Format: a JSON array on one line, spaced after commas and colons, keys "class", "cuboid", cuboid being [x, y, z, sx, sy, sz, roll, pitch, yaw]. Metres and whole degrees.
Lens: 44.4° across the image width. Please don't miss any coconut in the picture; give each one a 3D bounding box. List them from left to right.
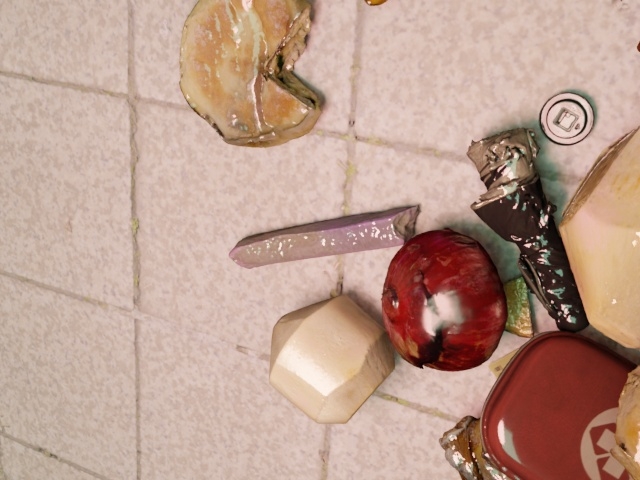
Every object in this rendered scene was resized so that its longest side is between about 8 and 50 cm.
[{"class": "coconut", "cuboid": [0.011, 0.213, 1.449, 0.241, 0.241, 0.241, 10, 111, 25]}, {"class": "coconut", "cuboid": [0.492, 0.001, 1.041, 0.353, 0.353, 0.352, 10, 111, 25]}]

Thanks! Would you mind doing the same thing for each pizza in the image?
[{"class": "pizza", "cuboid": [0.332, 0.106, 1.345, 0.123, 0.026, 0.108, 33, 117, 17]}]

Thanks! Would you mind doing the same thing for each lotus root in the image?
[{"class": "lotus root", "cuboid": [0.369, 0.433, 1.362, 0.349, 0.175, 0.175, 46, 122, 4]}]

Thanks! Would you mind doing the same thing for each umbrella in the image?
[{"class": "umbrella", "cuboid": [0.339, -0.007, 1.253, 0.113, 0.106, 0.357, -14, 104, 51]}]

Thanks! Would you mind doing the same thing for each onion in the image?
[{"class": "onion", "cuboid": [0.195, 0.103, 1.308, 0.246, 0.190, 0.246, 178, 90, -68]}]

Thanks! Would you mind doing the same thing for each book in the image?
[{"class": "book", "cuboid": [0.362, 0.225, 1.378, 0.111, 0.014, 0.077, -38, 89, 33]}]

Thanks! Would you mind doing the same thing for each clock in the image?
[{"class": "clock", "cuboid": [0.383, -0.189, 1.220, 0.085, 0.017, 0.085, 10, 112, 26]}]

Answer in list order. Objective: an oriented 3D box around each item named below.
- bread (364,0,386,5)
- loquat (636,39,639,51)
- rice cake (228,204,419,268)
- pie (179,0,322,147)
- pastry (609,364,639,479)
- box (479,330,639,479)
[{"class": "bread", "cuboid": [0.125, -0.487, 1.218, 0.233, 0.088, 0.160, -32, 86, 35]}, {"class": "loquat", "cuboid": [0.527, -0.297, 0.984, 0.193, 0.238, 0.238, 47, 122, 10]}, {"class": "rice cake", "cuboid": [0.000, 0.000, 1.462, 0.399, 0.070, 0.064, -10, 106, 31]}, {"class": "pie", "cuboid": [-0.130, -0.324, 1.419, 0.338, 0.075, 0.337, 13, 114, 30]}, {"class": "pastry", "cuboid": [0.553, 0.281, 1.124, 0.257, 0.121, 0.236, 42, 82, 6]}, {"class": "box", "cuboid": [0.456, 0.323, 1.235, 0.404, 0.108, 0.263, 32, 86, 5]}]
